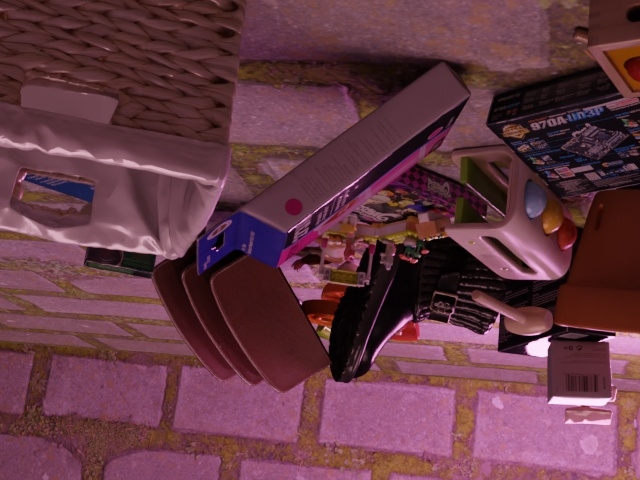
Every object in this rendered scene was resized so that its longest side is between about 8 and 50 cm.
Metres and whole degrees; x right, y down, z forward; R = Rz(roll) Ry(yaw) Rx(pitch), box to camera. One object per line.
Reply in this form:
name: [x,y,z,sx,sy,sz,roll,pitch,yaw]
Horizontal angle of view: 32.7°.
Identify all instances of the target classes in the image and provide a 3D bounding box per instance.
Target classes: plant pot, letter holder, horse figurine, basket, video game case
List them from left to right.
basket: [-0.264,-0.161,1.171,0.328,0.267,0.331,10,165,-13]
letter holder: [-0.150,0.142,2.000,0.302,0.214,0.152,62,171,-32]
horse figurine: [0.000,0.000,2.006,0.174,0.066,0.263,12,162,4]
video game case: [0.115,-0.069,1.752,0.232,0.042,0.210,19,160,-37]
plant pot: [0.494,0.035,1.593,0.290,0.204,0.291,4,178,0]

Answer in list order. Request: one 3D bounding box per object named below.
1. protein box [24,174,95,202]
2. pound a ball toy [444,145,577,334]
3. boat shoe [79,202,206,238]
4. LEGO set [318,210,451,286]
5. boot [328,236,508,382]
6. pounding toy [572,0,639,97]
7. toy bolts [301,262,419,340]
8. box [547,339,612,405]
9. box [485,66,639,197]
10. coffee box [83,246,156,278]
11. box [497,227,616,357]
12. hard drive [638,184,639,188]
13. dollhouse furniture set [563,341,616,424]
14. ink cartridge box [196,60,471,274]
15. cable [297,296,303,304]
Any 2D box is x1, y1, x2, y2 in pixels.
protein box: [-0.304,-0.145,1.480,0.201,0.136,0.199,20,160,-40]
pound a ball toy: [0.304,0.010,1.647,0.135,0.208,0.319,-2,161,29]
boat shoe: [-0.328,-0.026,2.014,0.233,0.084,0.079,4,164,-2]
LEGO set: [0.085,0.016,1.787,0.286,0.107,0.132,3,166,25]
boot: [0.181,0.136,2.003,0.260,0.348,0.131,14,-153,-18]
pounding toy: [0.344,-0.191,1.126,0.181,0.094,0.206,-3,161,32]
toy bolts: [0.086,0.101,2.161,0.228,0.159,0.218,0,159,24]
box: [0.446,0.230,1.887,0.101,0.102,0.087,1,163,6]
box: [0.342,-0.132,1.339,0.220,0.051,0.175,-11,141,46]
coffee box: [-0.315,-0.038,1.779,0.113,0.184,0.040,12,161,-14]
box: [0.421,0.099,1.959,0.103,0.184,0.261,7,165,-16]
hard drive: [0.592,-0.106,1.422,0.318,0.040,0.210,4,164,10]
dollhouse furniture set: [0.558,0.198,2.173,0.135,0.262,0.259,2,133,8]
ink cartridge box: [0.012,-0.067,1.334,0.371,0.069,0.176,-35,171,-14]
cable: [-0.132,0.107,2.236,0.257,0.089,0.257,35,177,-12]
